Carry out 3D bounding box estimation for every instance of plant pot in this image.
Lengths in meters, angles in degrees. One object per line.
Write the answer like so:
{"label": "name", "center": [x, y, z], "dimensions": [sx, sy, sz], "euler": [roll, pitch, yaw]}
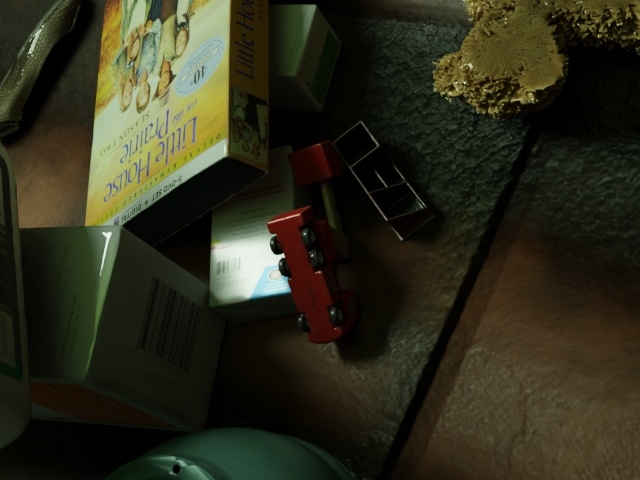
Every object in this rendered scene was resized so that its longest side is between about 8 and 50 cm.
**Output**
{"label": "plant pot", "center": [-0.109, 0.302, 0.893], "dimensions": [0.293, 0.196, 0.293], "euler": [-10, 64, 22]}

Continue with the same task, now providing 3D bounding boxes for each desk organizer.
{"label": "desk organizer", "center": [0.067, -0.067, 1.066], "dimensions": [0.047, 0.050, 0.130], "euler": [-37, 57, 6]}

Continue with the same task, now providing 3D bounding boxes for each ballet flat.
{"label": "ballet flat", "center": [-0.405, -0.249, 1.379], "dimensions": [0.084, 0.058, 0.250], "euler": [-8, 51, 62]}

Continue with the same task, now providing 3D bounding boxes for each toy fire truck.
{"label": "toy fire truck", "center": [0.000, 0.000, 1.039], "dimensions": [0.047, 0.135, 0.192], "euler": [-15, 101, 27]}

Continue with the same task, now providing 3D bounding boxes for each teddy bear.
{"label": "teddy bear", "center": [0.256, -0.260, 1.048], "dimensions": [0.245, 0.113, 0.338], "euler": [3, 61, 19]}

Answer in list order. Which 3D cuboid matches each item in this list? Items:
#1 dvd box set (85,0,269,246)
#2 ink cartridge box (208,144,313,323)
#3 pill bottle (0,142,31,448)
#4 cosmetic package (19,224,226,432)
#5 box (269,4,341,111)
{"label": "dvd box set", "center": [-0.175, -0.213, 1.173], "dimensions": [0.307, 0.062, 0.421], "euler": [-27, 55, 43]}
{"label": "ink cartridge box", "center": [-0.065, -0.007, 1.095], "dimensions": [0.104, 0.061, 0.181], "euler": [-11, 64, 21]}
{"label": "pill bottle", "center": [-0.376, 0.009, 0.879], "dimensions": [0.204, 0.204, 0.361], "euler": [-22, 60, 15]}
{"label": "cosmetic package", "center": [-0.360, 0.100, 1.087], "dimensions": [0.453, 0.230, 0.162], "euler": [-1, 67, 26]}
{"label": "box", "center": [-0.044, -0.219, 1.167], "dimensions": [0.102, 0.087, 0.101], "euler": [7, 71, 28]}
